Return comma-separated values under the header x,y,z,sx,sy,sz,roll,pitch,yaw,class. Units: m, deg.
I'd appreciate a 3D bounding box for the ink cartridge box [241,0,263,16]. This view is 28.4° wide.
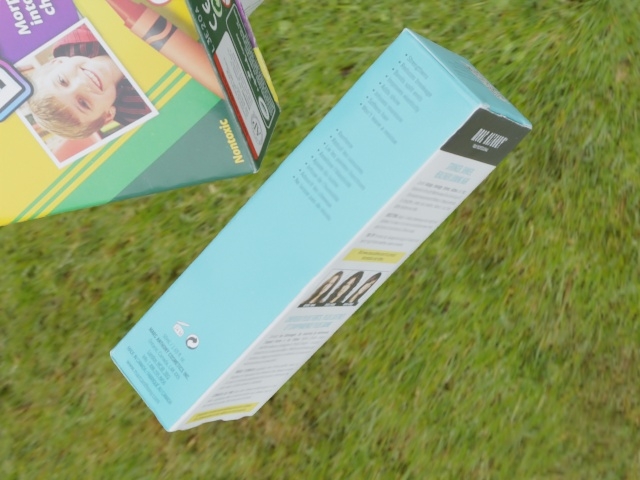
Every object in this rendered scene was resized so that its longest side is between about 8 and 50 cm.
x,y,z,sx,sy,sz,roll,pitch,yaw,class
-0.149,-0.242,1.266,0.121,0.211,0.289,47,122,-4,ink cartridge box

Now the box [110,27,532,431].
x,y,z,sx,sy,sz,roll,pitch,yaw,class
0.000,0.000,0.695,0.244,0.100,0.060,-47,71,16,box

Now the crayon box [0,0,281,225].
x,y,z,sx,sy,sz,roll,pitch,yaw,class
-0.237,-0.189,0.871,0.313,0.106,0.363,-11,121,18,crayon box
